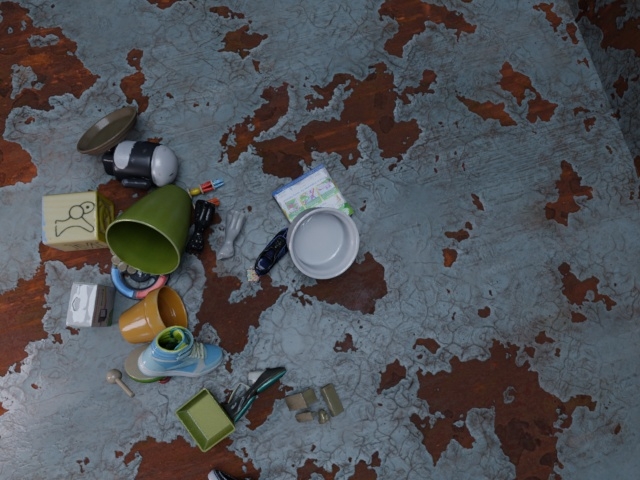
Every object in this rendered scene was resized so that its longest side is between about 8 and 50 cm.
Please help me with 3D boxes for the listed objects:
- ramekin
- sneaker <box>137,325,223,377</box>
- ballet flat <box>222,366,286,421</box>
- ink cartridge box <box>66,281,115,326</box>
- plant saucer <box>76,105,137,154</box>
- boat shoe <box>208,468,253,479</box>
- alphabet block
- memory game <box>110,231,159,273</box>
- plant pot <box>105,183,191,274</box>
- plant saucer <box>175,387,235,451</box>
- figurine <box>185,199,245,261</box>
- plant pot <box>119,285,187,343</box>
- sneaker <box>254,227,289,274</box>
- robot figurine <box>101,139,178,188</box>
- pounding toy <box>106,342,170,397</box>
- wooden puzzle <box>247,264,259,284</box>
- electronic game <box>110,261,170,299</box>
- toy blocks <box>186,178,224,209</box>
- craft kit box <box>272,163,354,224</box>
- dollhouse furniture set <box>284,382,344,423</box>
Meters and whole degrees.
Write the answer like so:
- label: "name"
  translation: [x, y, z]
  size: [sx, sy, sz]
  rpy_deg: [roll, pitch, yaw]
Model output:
- label: "ramekin"
  translation: [0.000, 0.000, 1.867]
  size: [0.276, 0.135, 0.278]
  rpy_deg: [-4, 103, -17]
- label: "sneaker"
  translation: [-0.463, 0.391, 1.717]
  size: [0.318, 0.208, 0.127]
  rpy_deg: [4, 47, -41]
- label: "ballet flat"
  translation: [-0.258, 0.557, 1.818]
  size: [0.280, 0.095, 0.096]
  rpy_deg: [-43, 73, -10]
- label: "ink cartridge box"
  translation: [-0.839, 0.239, 1.769]
  size: [0.093, 0.212, 0.155]
  rpy_deg: [4, 79, -3]
- label: "plant saucer"
  translation: [-0.835, -0.430, 1.900]
  size: [0.277, 0.041, 0.278]
  rpy_deg: [-18, 43, 17]
- label: "boat shoe"
  translation: [-0.268, 0.914, 1.745]
  size: [0.301, 0.108, 0.102]
  rpy_deg: [39, 80, 1]
- label: "alphabet block"
  translation: [-0.914, -0.070, 1.830]
  size: [0.196, 0.193, 0.193]
  rpy_deg: [-5, 82, -5]
- label: "memory game"
  translation: [-0.723, 0.041, 1.874]
  size: [0.186, 0.012, 0.186]
  rpy_deg: [2, 72, -6]
- label: "plant pot"
  translation: [-0.603, -0.071, 1.807]
  size: [0.274, 0.275, 0.294]
  rpy_deg: [17, 46, -1]
- label: "plant saucer"
  translation: [-0.418, 0.657, 1.780]
  size: [0.188, 0.045, 0.188]
  rpy_deg: [-40, 84, 21]
- label: "figurine"
  translation: [-0.408, -0.030, 1.887]
  size: [0.214, 0.092, 0.210]
  rpy_deg: [18, 84, -32]
- label: "plant pot"
  translation: [-0.632, 0.295, 1.795]
  size: [0.187, 0.205, 0.205]
  rpy_deg: [-21, 82, 9]
- label: "sneaker"
  translation: [-0.179, 0.041, 1.910]
  size: [0.081, 0.090, 0.232]
  rpy_deg: [34, 77, 1]
- label: "robot figurine"
  translation: [-0.705, -0.301, 1.898]
  size: [0.277, 0.173, 0.209]
  rpy_deg: [6, 90, -3]
- label: "pounding toy"
  translation: [-0.645, 0.497, 1.784]
  size: [0.182, 0.110, 0.236]
  rpy_deg: [24, 38, 29]
- label: "wooden puzzle"
  translation: [-0.271, 0.140, 1.931]
  size: [0.049, 0.006, 0.084]
  rpy_deg: [-1, 80, -4]
- label: "electronic game"
  translation: [-0.705, 0.118, 1.884]
  size: [0.229, 0.048, 0.230]
  rpy_deg: [1, 79, -4]
- label: "toy blocks"
  translation: [-0.452, -0.184, 1.952]
  size: [0.148, 0.054, 0.123]
  rpy_deg: [-22, 82, -8]
- label: "craft kit box"
  translation: [-0.031, -0.149, 1.976]
  size: [0.249, 0.061, 0.247]
  rpy_deg: [-31, 81, -8]
- label: "dollhouse furniture set"
  translation: [-0.025, 0.631, 1.852]
  size: [0.151, 0.123, 0.144]
  rpy_deg: [-19, 80, -42]
